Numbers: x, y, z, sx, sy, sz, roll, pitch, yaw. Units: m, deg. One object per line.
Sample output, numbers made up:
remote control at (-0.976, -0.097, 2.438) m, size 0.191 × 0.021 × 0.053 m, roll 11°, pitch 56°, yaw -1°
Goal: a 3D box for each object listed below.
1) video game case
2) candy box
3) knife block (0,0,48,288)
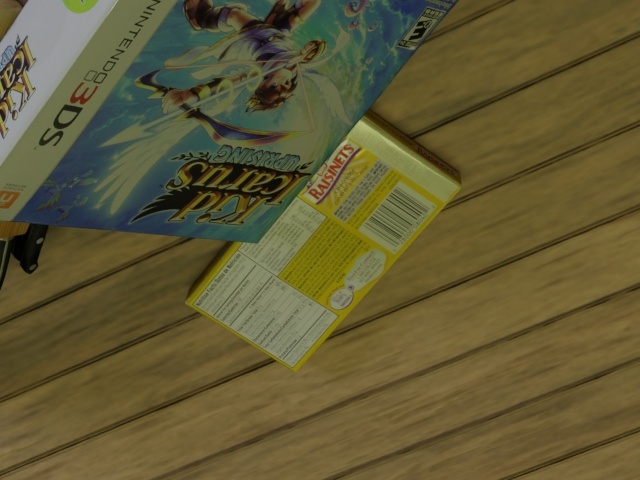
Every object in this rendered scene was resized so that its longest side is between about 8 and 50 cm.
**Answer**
video game case at (-0.069, -0.106, 0.898) m, size 0.269 × 0.061 × 0.244 m, roll 5°, pitch 134°, yaw -51°
candy box at (0.000, 0.000, 1.066) m, size 0.105 × 0.027 × 0.206 m, roll 35°, pitch 115°, yaw -13°
knife block at (-0.255, -0.051, 0.942) m, size 0.242 × 0.088 × 0.276 m, roll -38°, pitch 156°, yaw -1°
